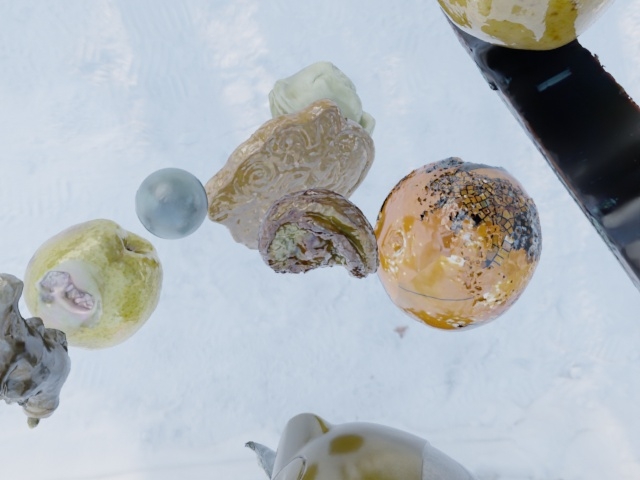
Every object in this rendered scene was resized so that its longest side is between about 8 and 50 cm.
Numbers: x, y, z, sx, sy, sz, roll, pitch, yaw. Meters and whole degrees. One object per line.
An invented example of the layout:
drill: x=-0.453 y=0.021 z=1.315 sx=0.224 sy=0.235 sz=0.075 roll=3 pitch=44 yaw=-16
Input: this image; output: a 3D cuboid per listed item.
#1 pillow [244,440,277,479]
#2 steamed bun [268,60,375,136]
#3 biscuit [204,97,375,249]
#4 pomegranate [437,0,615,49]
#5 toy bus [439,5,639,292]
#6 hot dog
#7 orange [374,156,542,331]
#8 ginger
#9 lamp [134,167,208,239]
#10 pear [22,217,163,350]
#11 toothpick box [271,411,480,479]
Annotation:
pillow: x=-0.081 y=0.527 z=1.431 sx=0.169 sy=0.255 sz=0.059 roll=45 pitch=81 yaw=-17
steamed bun: x=-0.004 y=-0.274 z=1.587 sx=0.276 sy=0.289 sz=0.203 roll=16 pitch=67 yaw=-28
biscuit: x=-0.054 y=-0.129 z=1.428 sx=0.385 sy=0.062 sz=0.365 roll=-40 pitch=147 yaw=5
pomegranate: x=0.167 y=-0.245 z=0.512 sx=0.196 sy=0.196 sz=0.196 roll=-1 pitch=99 yaw=-9
toy bus: x=0.236 y=-0.112 z=0.598 sx=0.093 sy=0.409 sz=0.092 roll=-32 pitch=145 yaw=16
hot dog: x=0.002 y=-0.002 z=0.548 sx=0.099 sy=0.147 sz=0.065 roll=4 pitch=85 yaw=6
orange: x=0.171 y=0.005 z=0.847 sx=0.182 sy=0.234 sz=0.234 roll=2 pitch=100 yaw=-35
ginger: x=-0.455 y=0.195 z=1.002 sx=0.080 sy=0.333 sz=0.166 roll=12 pitch=58 yaw=-1
lamp: x=-0.213 y=-0.053 z=0.927 sx=0.105 sy=0.105 sz=0.105 roll=-1 pitch=99 yaw=-9
pear: x=-0.447 y=0.085 z=1.293 sx=0.271 sy=0.271 sz=0.271 roll=-1 pitch=99 yaw=-9
toothpick box: x=0.087 y=0.532 z=1.124 sx=0.425 sy=0.409 sz=0.409 roll=34 pitch=92 yaw=-8
